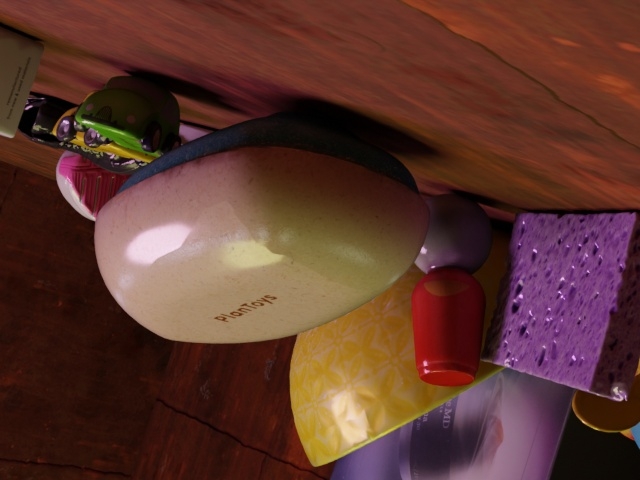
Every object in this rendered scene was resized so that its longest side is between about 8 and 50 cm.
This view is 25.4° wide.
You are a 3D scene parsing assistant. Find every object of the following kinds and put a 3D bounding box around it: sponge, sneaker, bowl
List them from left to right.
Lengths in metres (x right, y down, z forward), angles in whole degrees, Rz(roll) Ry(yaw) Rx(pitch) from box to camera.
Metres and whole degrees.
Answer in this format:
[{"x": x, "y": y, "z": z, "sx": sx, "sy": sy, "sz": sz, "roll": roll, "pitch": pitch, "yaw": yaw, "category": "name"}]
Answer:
[{"x": -0.250, "y": -0.108, "z": 1.408, "sx": 0.170, "sy": 0.051, "sz": 0.089, "roll": 20, "pitch": -177, "yaw": 34, "category": "sneaker"}, {"x": -0.272, "y": -0.069, "z": 1.771, "sx": 0.111, "sy": 0.103, "sz": 0.252, "roll": 15, "pitch": 176, "yaw": 19, "category": "sneaker"}, {"x": 0.079, "y": 0.062, "z": 1.255, "sx": 0.156, "sy": 0.289, "sz": 0.289, "roll": 60, "pitch": 180, "yaw": 4, "category": "bowl"}, {"x": 0.169, "y": 0.039, "z": 0.974, "sx": 0.031, "sy": 0.117, "sz": 0.210, "roll": 16, "pitch": 177, "yaw": -12, "category": "sponge"}]

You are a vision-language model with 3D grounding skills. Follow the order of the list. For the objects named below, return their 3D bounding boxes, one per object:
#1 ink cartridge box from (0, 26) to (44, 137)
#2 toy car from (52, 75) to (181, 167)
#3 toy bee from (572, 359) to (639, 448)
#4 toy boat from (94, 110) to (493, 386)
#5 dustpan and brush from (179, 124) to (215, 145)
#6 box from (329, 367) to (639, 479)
[{"x": -0.305, "y": -0.138, "z": 0.991, "sx": 0.175, "sy": 0.072, "sz": 0.127, "roll": 20, "pitch": 177, "yaw": -40, "category": "ink cartridge box"}, {"x": -0.118, "y": -0.083, "z": 1.077, "sx": 0.239, "sy": 0.053, "sz": 0.225, "roll": 17, "pitch": 176, "yaw": 13, "category": "toy car"}, {"x": 0.259, "y": 0.111, "z": 1.118, "sx": 0.195, "sy": 0.298, "sz": 0.162, "roll": -14, "pitch": -123, "yaw": -46, "category": "toy bee"}, {"x": 0.000, "y": 0.000, "z": 1.011, "sx": 0.318, "sy": 0.148, "sz": 0.267, "roll": 20, "pitch": 152, "yaw": -36, "category": "toy boat"}, {"x": -0.024, "y": -0.040, "z": 1.220, "sx": 0.211, "sy": 0.060, "sz": 0.147, "roll": 16, "pitch": 176, "yaw": 38, "category": "dustpan and brush"}, {"x": 0.201, "y": 0.169, "z": 1.483, "sx": 0.182, "sy": 0.296, "sz": 0.294, "roll": 21, "pitch": 175, "yaw": -40, "category": "box"}]
